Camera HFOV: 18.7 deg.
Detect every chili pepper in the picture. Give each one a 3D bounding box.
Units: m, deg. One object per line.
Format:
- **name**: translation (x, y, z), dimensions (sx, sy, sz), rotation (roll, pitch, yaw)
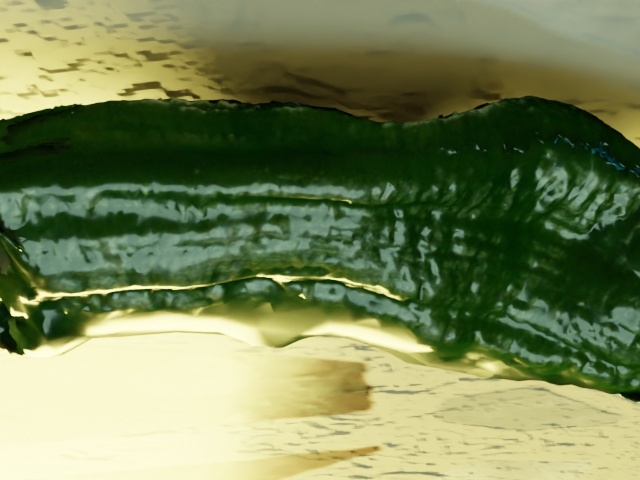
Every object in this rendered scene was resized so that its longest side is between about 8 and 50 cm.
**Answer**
- **chili pepper**: translation (0.000, -0.002, 0.487), dimensions (0.224, 0.061, 0.098), rotation (7, 144, -13)
